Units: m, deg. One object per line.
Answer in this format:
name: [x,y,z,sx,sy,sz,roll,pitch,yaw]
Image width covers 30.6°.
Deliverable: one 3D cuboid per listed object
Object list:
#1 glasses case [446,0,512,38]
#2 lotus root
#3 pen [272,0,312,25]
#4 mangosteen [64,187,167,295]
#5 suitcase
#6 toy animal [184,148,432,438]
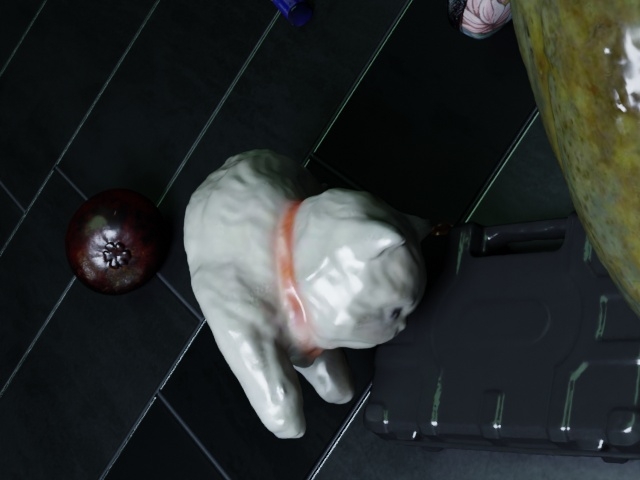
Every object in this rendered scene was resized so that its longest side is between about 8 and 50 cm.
glasses case: [0.189,-0.330,1.059,0.082,0.122,0.321,32,134,19]
lotus root: [0.282,-0.068,0.783,0.250,0.250,0.346,-22,96,35]
pen: [-0.079,-0.343,1.485,0.033,0.033,0.269,-50,43,13]
mangosteen: [-0.247,-0.002,1.412,0.140,0.140,0.140,-22,55,35]
suitcase: [0.170,0.078,0.989,0.285,0.066,0.206,-6,65,43]
toy animal: [0.000,0.000,1.067,0.266,0.308,0.188,47,110,15]
